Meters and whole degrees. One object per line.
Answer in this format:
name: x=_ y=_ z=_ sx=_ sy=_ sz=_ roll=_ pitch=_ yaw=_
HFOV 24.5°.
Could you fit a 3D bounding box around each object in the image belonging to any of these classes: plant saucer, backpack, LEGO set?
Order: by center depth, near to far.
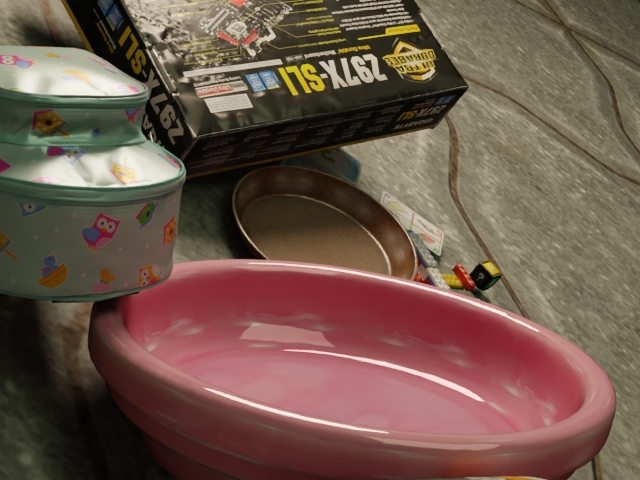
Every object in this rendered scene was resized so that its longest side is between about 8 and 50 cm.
backpack: x=-0.175 y=-0.042 z=0.914 sx=0.166 sy=0.144 sz=0.188 roll=-4 pitch=32 yaw=-42
plant saucer: x=0.016 y=0.098 z=0.937 sx=0.332 sy=0.084 sz=0.332 roll=9 pitch=15 yaw=-3
plant saucer: x=0.000 y=0.000 z=1.241 sx=0.168 sy=0.029 sz=0.168 roll=19 pitch=35 yaw=-14
LEGO set: x=0.071 y=-0.014 z=1.365 sx=0.244 sy=0.060 sz=0.182 roll=35 pitch=29 yaw=-9

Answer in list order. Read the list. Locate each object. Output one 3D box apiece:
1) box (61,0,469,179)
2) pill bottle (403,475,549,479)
box: x=-0.056 y=-0.197 z=1.317 sx=0.322 sy=0.079 sz=0.257 roll=-15 pitch=69 yaw=-39
pill bottle: x=0.009 y=0.194 z=0.679 sx=0.278 sy=0.162 sz=0.162 roll=4 pitch=41 yaw=-37
